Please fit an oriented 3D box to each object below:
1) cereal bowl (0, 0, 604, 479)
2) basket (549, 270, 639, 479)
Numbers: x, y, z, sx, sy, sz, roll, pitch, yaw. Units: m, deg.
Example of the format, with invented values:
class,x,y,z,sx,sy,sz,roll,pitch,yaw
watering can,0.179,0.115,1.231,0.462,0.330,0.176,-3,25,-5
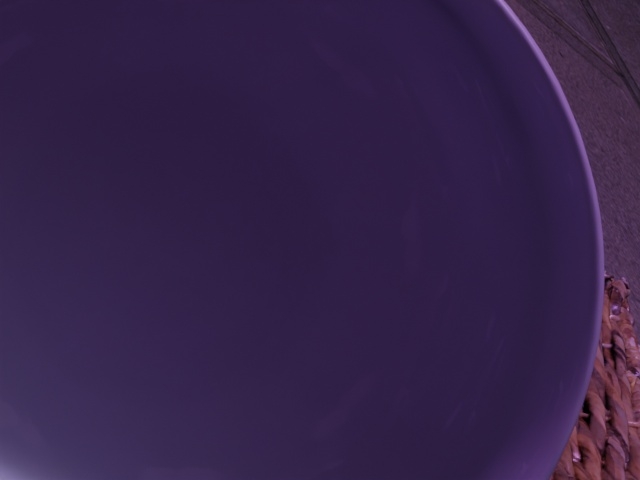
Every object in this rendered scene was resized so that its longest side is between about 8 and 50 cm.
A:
class,x,y,z,sx,sy,sz,roll,pitch,yaw
cereal bowl,-0.060,0.008,0.742,0.339,0.339,0.141,44,2,-14
basket,0.067,0.153,1.045,0.213,0.223,0.299,13,26,-2
